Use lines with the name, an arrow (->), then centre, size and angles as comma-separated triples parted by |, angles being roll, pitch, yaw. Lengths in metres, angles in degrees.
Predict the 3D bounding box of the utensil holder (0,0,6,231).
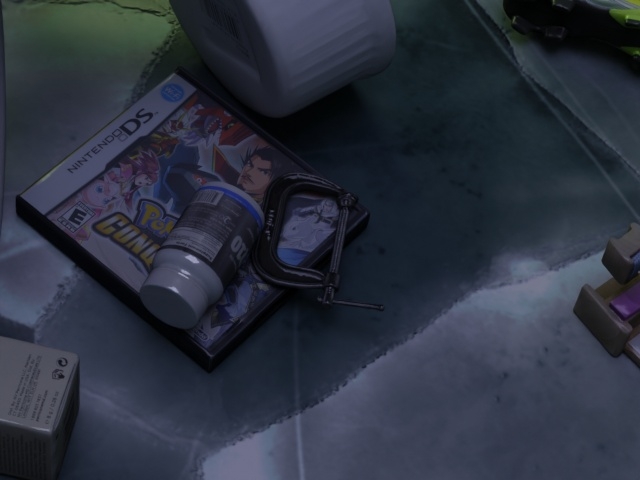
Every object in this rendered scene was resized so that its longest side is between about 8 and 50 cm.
utensil holder -> -0.505, -0.109, 1.717 | 0.386, 0.327, 0.327 | 0, 56, -4

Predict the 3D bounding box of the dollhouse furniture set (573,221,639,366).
dollhouse furniture set -> 0.444, -0.012, 1.783 | 0.286, 0.303, 0.198 | -33, 65, -25

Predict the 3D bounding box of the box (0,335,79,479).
box -> -0.367, 0.137, 1.693 | 0.275, 0.113, 0.094 | 14, 55, 1

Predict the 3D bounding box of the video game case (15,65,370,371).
video game case -> -0.131, -0.030, 1.880 | 0.275, 0.035, 0.248 | 38, 60, 17

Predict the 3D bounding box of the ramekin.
ramekin -> -0.057, -0.263, 1.910 | 0.135, 0.277, 0.277 | -34, 66, -18

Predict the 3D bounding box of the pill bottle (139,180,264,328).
pill bottle -> -0.117, 0.015, 1.785 | 0.078, 0.078, 0.137 | 25, 57, 9

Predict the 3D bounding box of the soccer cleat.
soccer cleat -> 0.351, -0.262, 2.067 | 0.289, 0.093, 0.121 | 18, 49, 4

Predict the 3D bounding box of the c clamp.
c clamp -> 0.000, 0.000, 1.850 | 0.137, 0.022, 0.160 | 4, 58, 0
